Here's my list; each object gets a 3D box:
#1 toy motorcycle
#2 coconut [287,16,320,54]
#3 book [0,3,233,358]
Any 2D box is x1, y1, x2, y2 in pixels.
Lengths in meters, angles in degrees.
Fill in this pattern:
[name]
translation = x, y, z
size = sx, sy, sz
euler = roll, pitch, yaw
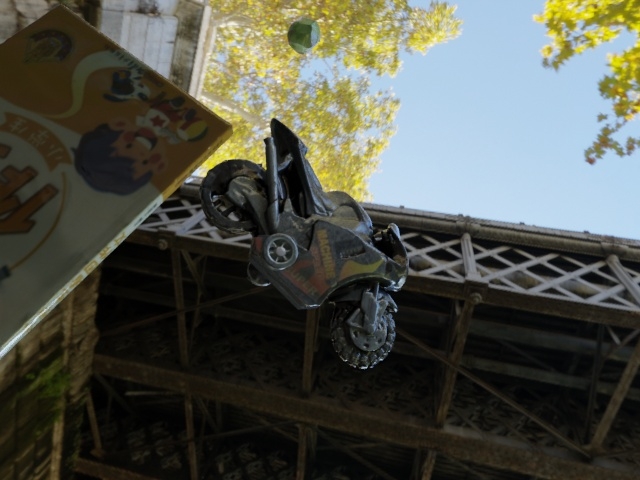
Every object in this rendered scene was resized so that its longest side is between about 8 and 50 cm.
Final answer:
[toy motorcycle]
translation = 0.000, 0.000, 0.535
size = 0.307, 0.173, 0.108
euler = 47, -22, -2
[coconut]
translation = -0.046, -0.510, 1.098
size = 0.081, 0.082, 0.083
euler = 18, -49, 15
[book]
translation = -0.242, -0.049, 0.341
size = 0.207, 0.295, 0.020
euler = 36, -21, 8
